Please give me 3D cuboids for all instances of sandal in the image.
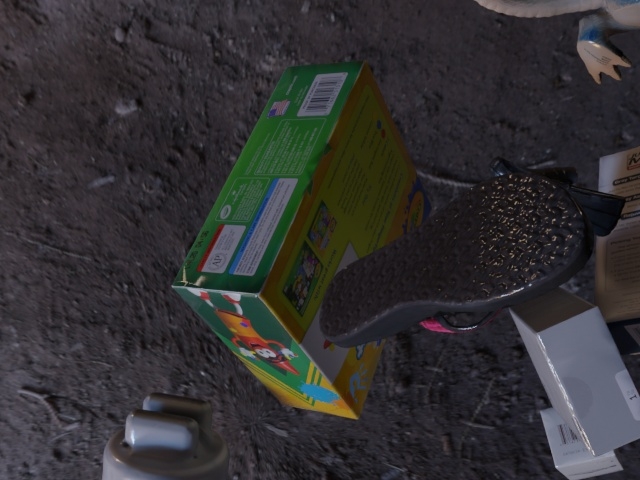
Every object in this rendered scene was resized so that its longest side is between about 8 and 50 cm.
[{"bbox_3d":[0.065,0.018,0.382,0.040,0.179,0.067,29,59,-24],"label":"sandal"}]

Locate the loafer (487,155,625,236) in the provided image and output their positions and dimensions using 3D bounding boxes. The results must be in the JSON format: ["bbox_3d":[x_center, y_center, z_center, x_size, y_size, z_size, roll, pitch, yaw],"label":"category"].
[{"bbox_3d":[0.367,-0.083,1.186,0.223,0.076,0.078,25,102,-6],"label":"loafer"}]

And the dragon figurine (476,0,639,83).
[{"bbox_3d":[0.225,-0.177,0.484,0.289,0.085,0.144,11,69,9],"label":"dragon figurine"}]

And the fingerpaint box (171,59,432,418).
[{"bbox_3d":[0.000,0.000,1.238,0.163,0.371,0.445,3,55,31],"label":"fingerpaint box"}]

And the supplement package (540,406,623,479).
[{"bbox_3d":[0.475,0.362,1.379,0.105,0.179,0.105,-20,60,18],"label":"supplement package"}]

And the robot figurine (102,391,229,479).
[{"bbox_3d":[-0.256,0.433,1.245,0.199,0.300,0.353,9,101,11],"label":"robot figurine"}]

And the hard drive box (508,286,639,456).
[{"bbox_3d":[0.359,0.174,1.082,0.089,0.232,0.181,-25,92,6],"label":"hard drive box"}]

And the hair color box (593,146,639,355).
[{"bbox_3d":[0.540,0.000,1.213,0.105,0.174,0.347,43,48,-33],"label":"hair color box"}]
